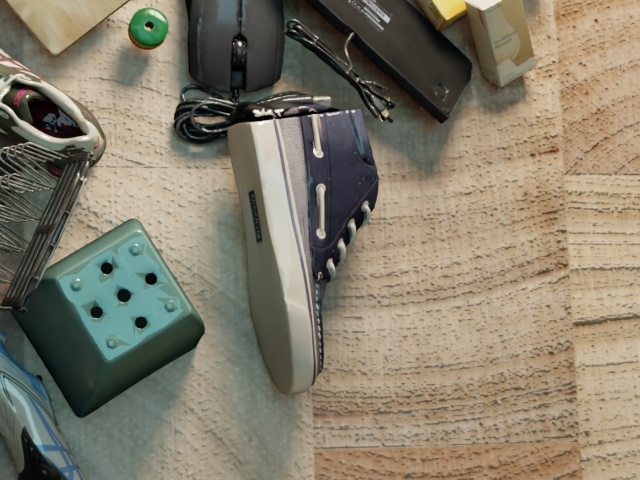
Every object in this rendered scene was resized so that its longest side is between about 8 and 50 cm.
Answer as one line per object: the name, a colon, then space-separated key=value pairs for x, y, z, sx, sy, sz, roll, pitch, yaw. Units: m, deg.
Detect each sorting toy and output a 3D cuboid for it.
sorting toy: x=-0.311 y=-0.306 z=1.889 sx=0.132 sy=0.046 sz=0.274 roll=-41 pitch=92 yaw=-16

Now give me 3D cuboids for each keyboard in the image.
keyboard: x=0.040 y=-0.253 z=1.923 sx=0.317 sy=0.033 sz=0.201 roll=41 pitch=45 yaw=-10

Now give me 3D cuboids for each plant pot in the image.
plant pot: x=-0.226 y=0.073 z=1.746 sx=0.165 sy=0.234 sz=0.165 roll=-32 pitch=88 yaw=-16

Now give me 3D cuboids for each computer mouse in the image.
computer mouse: x=-0.092 y=-0.257 z=1.919 sx=0.189 sy=0.072 sz=0.272 roll=-6 pitch=82 yaw=-13

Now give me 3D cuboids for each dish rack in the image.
dish rack: x=-0.343 y=-0.017 z=1.725 sx=0.074 sy=0.271 sz=0.208 roll=28 pitch=75 yaw=-28

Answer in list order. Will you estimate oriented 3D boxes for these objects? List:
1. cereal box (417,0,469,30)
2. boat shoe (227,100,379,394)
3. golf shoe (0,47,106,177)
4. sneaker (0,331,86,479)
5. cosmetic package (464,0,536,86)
cereal box: x=0.152 y=-0.401 z=2.006 sx=0.173 sy=0.047 sz=0.240 roll=-33 pitch=85 yaw=-17
boat shoe: x=0.000 y=0.000 z=1.867 sx=0.158 sy=0.127 sz=0.340 roll=-9 pitch=93 yaw=-23
golf shoe: x=-0.361 y=-0.172 z=1.818 sx=0.273 sy=0.120 sz=0.105 roll=28 pitch=77 yaw=-6
sneaker: x=-0.317 y=0.204 z=1.785 sx=0.086 sy=0.085 sz=0.237 roll=-38 pitch=98 yaw=-42
cosmetic package: x=0.221 y=-0.254 z=1.975 sx=0.060 sy=0.041 sz=0.115 roll=-33 pitch=129 yaw=-15
